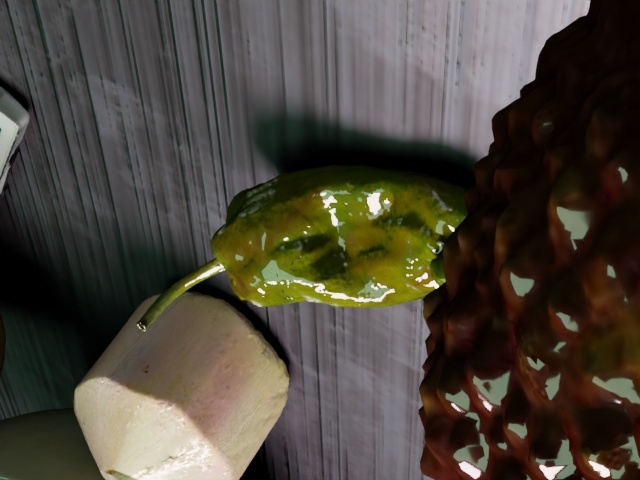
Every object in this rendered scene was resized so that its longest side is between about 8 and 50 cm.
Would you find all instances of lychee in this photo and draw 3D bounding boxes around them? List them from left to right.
[{"bbox_3d":[0.150,0.017,0.473,0.236,0.236,0.271,42,115,-7],"label":"lychee"}]

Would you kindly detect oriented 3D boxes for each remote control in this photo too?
[{"bbox_3d":[-0.221,-0.056,1.011,0.065,0.029,0.166,39,147,1],"label":"remote control"}]

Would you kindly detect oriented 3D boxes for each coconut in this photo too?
[{"bbox_3d":[-0.089,0.104,0.992,0.116,0.122,0.116,28,149,19],"label":"coconut"}]

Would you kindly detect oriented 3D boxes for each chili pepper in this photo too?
[{"bbox_3d":[-0.001,-0.001,0.797,0.204,0.073,0.072,0,116,34],"label":"chili pepper"}]

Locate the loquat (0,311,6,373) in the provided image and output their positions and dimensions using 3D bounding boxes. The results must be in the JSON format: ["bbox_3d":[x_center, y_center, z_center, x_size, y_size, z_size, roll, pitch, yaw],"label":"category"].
[{"bbox_3d":[-0.328,0.048,1.119,0.238,0.193,0.238,30,133,39],"label":"loquat"}]

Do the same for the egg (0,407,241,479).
[{"bbox_3d":[-0.182,0.255,1.078,0.278,0.278,0.336,26,-168,21],"label":"egg"}]
